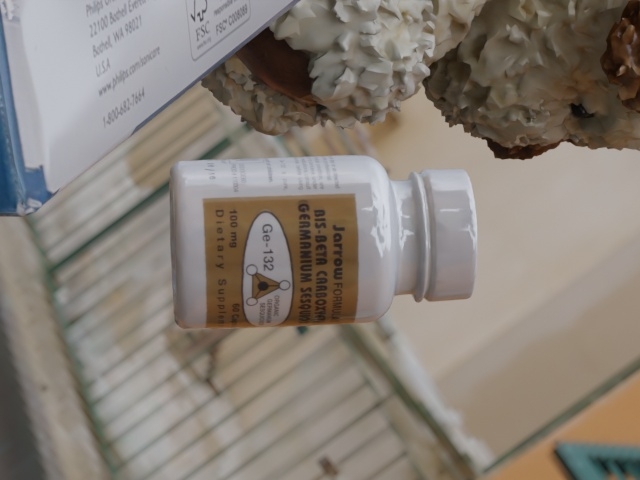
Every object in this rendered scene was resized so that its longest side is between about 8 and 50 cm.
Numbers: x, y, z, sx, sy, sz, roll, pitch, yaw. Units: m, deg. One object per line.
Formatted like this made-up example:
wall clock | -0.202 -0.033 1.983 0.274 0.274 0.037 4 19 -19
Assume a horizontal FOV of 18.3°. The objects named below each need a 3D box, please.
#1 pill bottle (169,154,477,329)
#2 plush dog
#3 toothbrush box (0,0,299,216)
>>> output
pill bottle | 0.000 0.000 1.528 0.131 0.229 0.131 178 -90 -84
plush dog | 0.076 -0.118 0.882 0.225 0.210 0.262 29 -4 -11
toothbrush box | -0.160 -0.096 0.445 0.216 0.295 0.126 -48 134 -62
